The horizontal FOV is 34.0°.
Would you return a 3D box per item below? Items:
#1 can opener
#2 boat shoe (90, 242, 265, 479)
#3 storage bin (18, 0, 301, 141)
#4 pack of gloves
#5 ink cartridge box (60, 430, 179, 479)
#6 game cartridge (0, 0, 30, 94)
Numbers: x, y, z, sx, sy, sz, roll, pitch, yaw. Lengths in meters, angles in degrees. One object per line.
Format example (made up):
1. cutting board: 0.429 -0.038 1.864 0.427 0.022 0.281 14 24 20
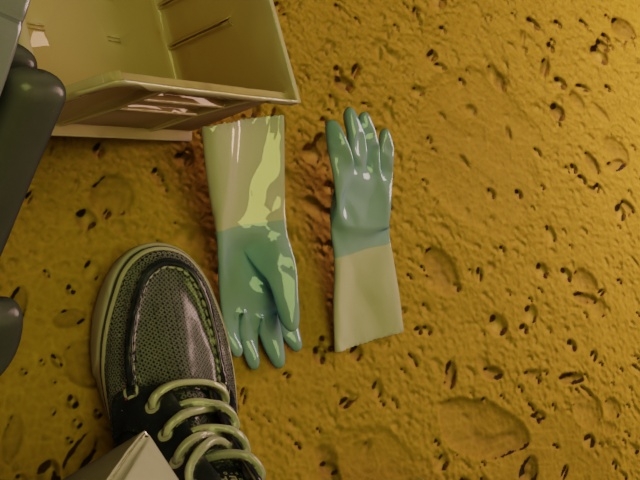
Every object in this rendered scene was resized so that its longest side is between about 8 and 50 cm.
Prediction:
1. can opener: -0.238 -0.001 0.738 0.076 0.283 0.095 41 23 31
2. boat shoe: -0.093 0.158 0.818 0.127 0.158 0.340 -2 79 -32
3. storage bin: -0.163 -0.223 0.835 0.260 0.123 0.262 -7 81 -61
4. pack of gloves: 0.000 0.000 0.940 0.195 0.046 0.232 -12 105 -30
5. ink cartridge box: -0.180 0.287 0.665 0.283 0.117 0.207 -31 96 9
6. game cartridge: -0.282 -0.089 0.677 0.060 0.196 0.294 18 98 -50
